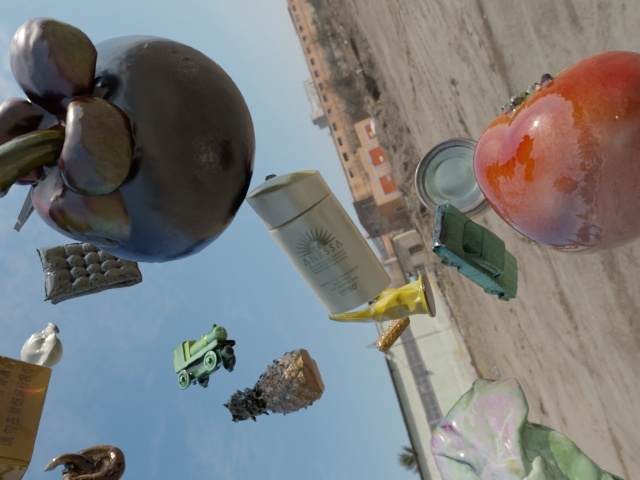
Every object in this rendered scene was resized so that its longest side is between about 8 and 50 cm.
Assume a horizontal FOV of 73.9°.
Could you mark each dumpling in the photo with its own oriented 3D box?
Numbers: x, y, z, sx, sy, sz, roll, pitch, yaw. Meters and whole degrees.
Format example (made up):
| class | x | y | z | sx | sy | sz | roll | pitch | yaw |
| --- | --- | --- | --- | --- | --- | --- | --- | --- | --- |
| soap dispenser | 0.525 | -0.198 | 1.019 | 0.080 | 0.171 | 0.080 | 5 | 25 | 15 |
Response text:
| class | x | y | z | sx | sy | sz | roll | pitch | yaw |
| --- | --- | --- | --- | --- | --- | --- | --- | --- | --- |
| dumpling | -0.829 | 0.316 | 1.276 | 0.188 | 0.108 | 0.127 | 12 | 88 | 60 |

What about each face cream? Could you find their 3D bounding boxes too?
| class | x | y | z | sx | sy | sz | roll | pitch | yaw |
| --- | --- | --- | --- | --- | --- | --- | --- | --- | --- |
| face cream | 0.000 | 0.000 | 0.941 | 0.349 | 0.173 | 0.081 | 55 | -161 | -18 |

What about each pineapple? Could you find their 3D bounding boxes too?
| class | x | y | z | sx | sy | sz | roll | pitch | yaw |
| --- | --- | --- | --- | --- | --- | --- | --- | --- | --- |
| pineapple | -0.135 | 0.397 | 1.117 | 0.158 | 0.278 | 0.158 | 61 | -172 | -15 |

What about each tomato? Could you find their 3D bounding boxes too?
| class | x | y | z | sx | sy | sz | roll | pitch | yaw |
| --- | --- | --- | --- | --- | --- | --- | --- | --- | --- |
| tomato | 0.430 | -0.129 | 0.702 | 0.321 | 0.321 | 0.322 | -21 | -90 | -79 |

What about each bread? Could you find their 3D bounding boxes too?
| class | x | y | z | sx | sy | sz | roll | pitch | yaw |
| --- | --- | --- | --- | --- | --- | --- | --- | --- | --- |
| bread | 0.240 | 0.304 | 1.407 | 0.052 | 0.157 | 0.044 | 12 | 141 | 54 |

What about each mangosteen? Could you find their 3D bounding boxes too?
| class | x | y | z | sx | sy | sz | roll | pitch | yaw |
| --- | --- | --- | --- | --- | --- | --- | --- | --- | --- |
| mangosteen | -0.319 | -0.153 | 0.708 | 0.434 | 0.382 | 0.383 | 5 | -118 | -47 |

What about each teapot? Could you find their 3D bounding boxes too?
| class | x | y | z | sx | sy | sz | roll | pitch | yaw |
| --- | --- | --- | --- | --- | --- | --- | --- | --- | --- |
| teapot | 0.492 | -0.170 | 1.335 | 0.312 | 0.314 | 0.234 | 9 | -96 | -60 |

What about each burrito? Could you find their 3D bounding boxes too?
| class | x | y | z | sx | sy | sz | roll | pitch | yaw |
| --- | --- | --- | --- | --- | --- | --- | --- | --- | --- |
| burrito | 0.197 | 0.235 | 0.357 | 0.229 | 0.144 | 0.089 | 40 | -165 | 27 |

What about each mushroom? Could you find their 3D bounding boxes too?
| class | x | y | z | sx | sy | sz | roll | pitch | yaw |
| --- | --- | --- | --- | --- | --- | --- | --- | --- | --- |
| mushroom | -0.554 | 0.542 | 1.004 | 0.170 | 0.080 | 0.135 | 19 | -177 | -22 |

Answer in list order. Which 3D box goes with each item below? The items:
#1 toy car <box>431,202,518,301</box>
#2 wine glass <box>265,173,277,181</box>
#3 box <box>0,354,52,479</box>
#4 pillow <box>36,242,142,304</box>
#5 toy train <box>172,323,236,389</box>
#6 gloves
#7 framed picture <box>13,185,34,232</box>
| class | x | y | z | sx | sy | sz | roll | pitch | yaw |
| --- | --- | --- | --- | --- | --- | --- | --- | --- | --- |
| toy car | 0.409 | 0.039 | 1.092 | 0.320 | 0.097 | 0.142 | 31 | -123 | -27 |
| wine glass | -0.115 | -0.125 | 1.054 | 0.083 | 0.042 | 0.039 | 98 | -178 | -59 |
| box | -0.661 | 0.251 | 0.637 | 0.415 | 0.116 | 0.264 | 31 | -176 | -30 |
| pillow | -0.868 | 0.096 | 1.607 | 0.228 | 0.326 | 0.101 | 62 | 151 | 24 |
| toy train | -0.300 | 0.298 | 1.097 | 0.083 | 0.200 | 0.132 | 21 | -140 | -51 |
| gloves | 0.156 | 0.181 | 1.165 | 0.133 | 0.294 | 0.116 | 34 | -135 | -60 |
| framed picture | -0.773 | -0.183 | 1.196 | 0.020 | 0.289 | 0.211 | 29 | -148 | -27 |
